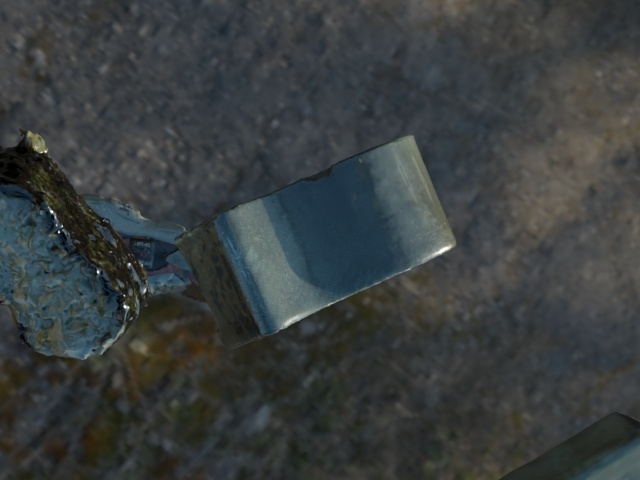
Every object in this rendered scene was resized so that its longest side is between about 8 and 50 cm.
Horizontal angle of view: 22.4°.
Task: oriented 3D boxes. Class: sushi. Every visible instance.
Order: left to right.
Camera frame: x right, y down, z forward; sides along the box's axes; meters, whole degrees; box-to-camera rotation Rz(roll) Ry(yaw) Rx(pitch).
[{"bbox_3d":[-0.266,0.016,1.533,0.147,0.115,0.212,-39,106,21],"label":"sushi"}]

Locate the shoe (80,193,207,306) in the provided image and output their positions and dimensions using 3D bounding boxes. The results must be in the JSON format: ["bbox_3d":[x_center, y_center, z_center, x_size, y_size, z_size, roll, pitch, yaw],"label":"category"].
[{"bbox_3d":[-0.213,0.038,1.869,0.099,0.227,0.125,127,-15,-62],"label":"shoe"}]

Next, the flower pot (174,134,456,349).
[{"bbox_3d":[0.000,0.000,1.351,0.229,0.103,0.108,-23,90,-27],"label":"flower pot"}]

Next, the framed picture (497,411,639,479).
[{"bbox_3d":[-0.047,0.281,0.546,0.446,0.028,0.326,-27,125,-16],"label":"framed picture"}]
